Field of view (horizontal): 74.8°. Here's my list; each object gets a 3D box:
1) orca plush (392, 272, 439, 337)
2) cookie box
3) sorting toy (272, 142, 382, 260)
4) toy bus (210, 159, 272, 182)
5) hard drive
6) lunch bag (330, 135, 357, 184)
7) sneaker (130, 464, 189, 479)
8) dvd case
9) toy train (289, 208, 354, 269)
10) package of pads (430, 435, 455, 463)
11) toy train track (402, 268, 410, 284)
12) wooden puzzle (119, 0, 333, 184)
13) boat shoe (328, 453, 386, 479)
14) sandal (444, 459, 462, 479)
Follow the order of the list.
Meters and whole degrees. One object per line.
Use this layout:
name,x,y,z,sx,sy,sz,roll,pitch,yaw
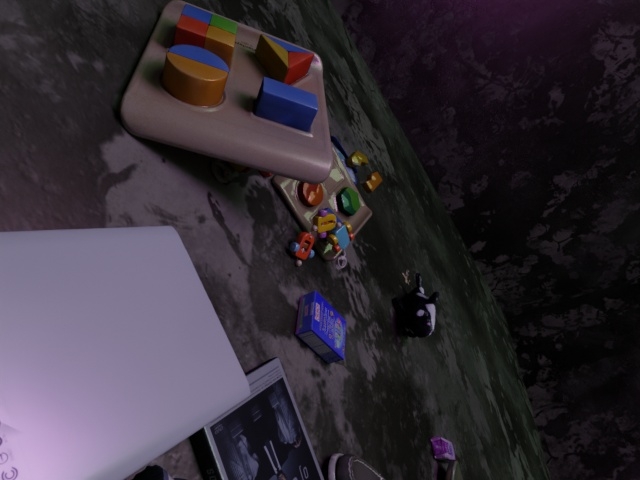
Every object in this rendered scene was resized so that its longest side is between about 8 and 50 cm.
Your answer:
orca plush,0.267,0.175,1.227,0.102,0.151,0.287,29,34,-2
cookie box,0.003,0.163,0.785,0.107,0.040,0.092,50,29,-31
sorting toy,0.044,-0.128,0.994,0.229,0.041,0.307,55,51,-17
toy bus,-0.130,-0.213,0.790,0.191,0.104,0.202,-3,70,-63
hard drive,-0.226,0.099,0.360,0.233,0.047,0.353,62,25,10
lunch bag,0.032,-0.203,1.124,0.129,0.096,0.151,53,15,-19
sneaker,-0.127,0.341,0.285,0.131,0.112,0.319,47,32,-28
dvd case,-0.068,0.294,0.542,0.179,0.029,0.239,-9,75,-64
toy train,0.000,0.000,0.884,0.166,0.046,0.125,20,92,-48
package of pads,0.314,0.534,1.069,0.083,0.031,0.050,42,31,-41
toy train track,0.298,0.121,1.434,0.048,0.014,0.083,58,25,-14
wooden puzzle,-0.128,-0.277,0.709,0.321,0.080,0.348,13,51,-20
boat shoe,0.118,0.455,0.685,0.305,0.091,0.109,57,26,-17
sandal,0.373,0.673,0.993,0.120,0.086,0.303,0,67,-63
